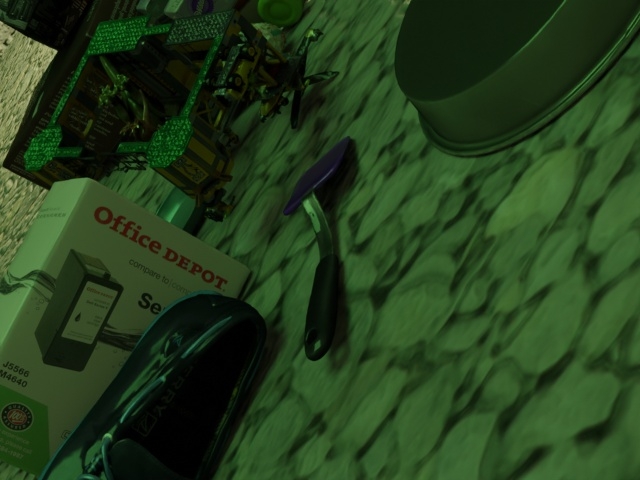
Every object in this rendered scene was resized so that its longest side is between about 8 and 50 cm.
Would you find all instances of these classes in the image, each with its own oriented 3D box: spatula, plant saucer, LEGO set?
[{"bbox_3d":[0.000,0.000,1.006,0.084,0.030,0.296,-42,30,28],"label":"spatula"},{"bbox_3d":[-0.171,-0.027,1.358,0.119,0.021,0.119,-43,30,32],"label":"plant saucer"},{"bbox_3d":[-0.147,-0.118,1.251,0.331,0.192,0.255,-7,58,39],"label":"LEGO set"}]

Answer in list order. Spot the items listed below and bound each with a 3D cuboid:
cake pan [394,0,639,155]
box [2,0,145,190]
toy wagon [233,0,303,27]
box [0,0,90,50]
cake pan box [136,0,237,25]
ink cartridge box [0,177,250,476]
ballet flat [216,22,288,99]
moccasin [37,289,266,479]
[{"bbox_3d":[0.163,-0.207,0.914,0.293,0.054,0.293,-42,30,32],"label":"cake pan"},{"bbox_3d":[-0.349,-0.243,1.739,0.381,0.143,0.191,-39,31,45],"label":"box"},{"bbox_3d":[-0.103,-0.340,1.523,0.344,0.068,0.267,-36,33,39],"label":"toy wagon"},{"bbox_3d":[-0.408,-0.429,1.743,0.307,0.076,0.242,-109,45,-86],"label":"box"},{"bbox_3d":[-0.134,-0.389,1.480,0.267,0.070,0.246,-59,23,1],"label":"cake pan box"},{"bbox_3d":[-0.223,0.100,1.105,0.115,0.198,0.272,0,62,61],"label":"ink cartridge box"},{"bbox_3d":[-0.123,-0.201,1.418,0.241,0.091,0.077,-25,11,43],"label":"ballet flat"},{"bbox_3d":[-0.158,0.190,0.966,0.117,0.138,0.342,-2,61,56],"label":"moccasin"}]
